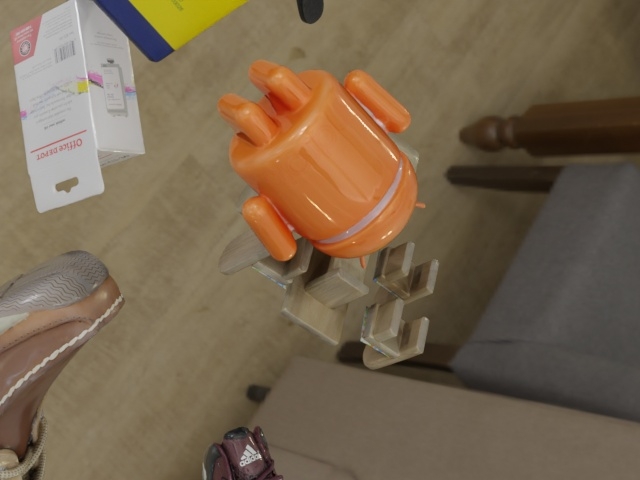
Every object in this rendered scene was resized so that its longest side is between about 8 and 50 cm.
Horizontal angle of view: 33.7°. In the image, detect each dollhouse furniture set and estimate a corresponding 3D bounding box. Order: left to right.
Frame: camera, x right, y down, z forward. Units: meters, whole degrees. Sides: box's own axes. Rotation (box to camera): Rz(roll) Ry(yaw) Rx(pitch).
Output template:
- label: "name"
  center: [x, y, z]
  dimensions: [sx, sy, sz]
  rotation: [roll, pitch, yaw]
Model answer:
- label: "dollhouse furniture set"
  center: [0.000, 0.000, 1.156]
  dimensions: [0.212, 0.161, 0.242]
  rotation: [35, 51, -26]

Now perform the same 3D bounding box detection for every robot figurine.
- label: "robot figurine"
  center: [0.002, -0.068, 0.977]
  dimensions: [0.219, 0.128, 0.158]
  rotation: [44, 47, -29]

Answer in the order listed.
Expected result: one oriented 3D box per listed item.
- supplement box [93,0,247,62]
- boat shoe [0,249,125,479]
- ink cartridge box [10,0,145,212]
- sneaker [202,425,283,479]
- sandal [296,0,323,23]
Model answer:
- label: "supplement box"
  center: [-0.076, -0.362, 0.927]
  dimensions: [0.357, 0.194, 0.195]
  rotation: [-32, 137, 11]
- label: "boat shoe"
  center: [-0.218, 0.122, 0.648]
  dimensions: [0.116, 0.324, 0.123]
  rotation: [49, 31, -5]
- label: "ink cartridge box"
  center: [-0.249, -0.134, 1.090]
  dimensions: [0.067, 0.115, 0.198]
  rotation: [-2, 81, -51]
- label: "sneaker"
  center: [-0.061, 0.274, 1.056]
  dimensions: [0.106, 0.281, 0.162]
  rotation: [-12, 99, -27]
- label: "sandal"
  center: [-0.016, -0.401, 1.546]
  dimensions: [0.067, 0.040, 0.179]
  rotation: [-43, 134, -33]
